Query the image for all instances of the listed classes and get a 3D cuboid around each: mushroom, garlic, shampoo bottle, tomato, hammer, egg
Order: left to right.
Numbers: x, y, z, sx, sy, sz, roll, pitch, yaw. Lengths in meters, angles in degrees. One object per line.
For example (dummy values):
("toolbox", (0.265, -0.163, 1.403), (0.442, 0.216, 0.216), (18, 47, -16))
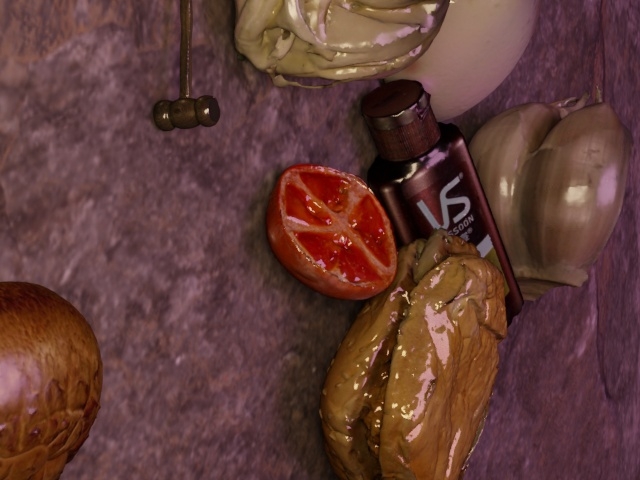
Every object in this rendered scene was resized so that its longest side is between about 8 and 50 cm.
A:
("mushroom", (-0.260, 0.130, 1.216), (0.153, 0.253, 0.253), (50, 28, 17))
("hammer", (-0.120, -0.244, 1.600), (0.029, 0.058, 0.292), (19, 69, -63))
("tomato", (0.000, 0.000, 1.754), (0.155, 0.069, 0.156), (26, 42, -26))
("shampoo bottle", (0.132, -0.028, 1.954), (0.129, 0.084, 0.323), (-33, 124, -17))
("egg", (0.163, -0.273, 1.945), (0.206, 0.161, 0.271), (9, 81, -59))
("garlic", (0.277, -0.060, 2.086), (0.237, 0.210, 0.292), (20, 82, -66))

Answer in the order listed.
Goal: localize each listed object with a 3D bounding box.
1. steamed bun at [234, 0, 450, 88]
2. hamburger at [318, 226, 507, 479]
("steamed bun", (0.036, -0.294, 1.698), (0.268, 0.207, 0.280), (-19, 104, -57))
("hamburger", (0.099, 0.136, 1.833), (0.283, 0.144, 0.259), (-59, 150, -27))
